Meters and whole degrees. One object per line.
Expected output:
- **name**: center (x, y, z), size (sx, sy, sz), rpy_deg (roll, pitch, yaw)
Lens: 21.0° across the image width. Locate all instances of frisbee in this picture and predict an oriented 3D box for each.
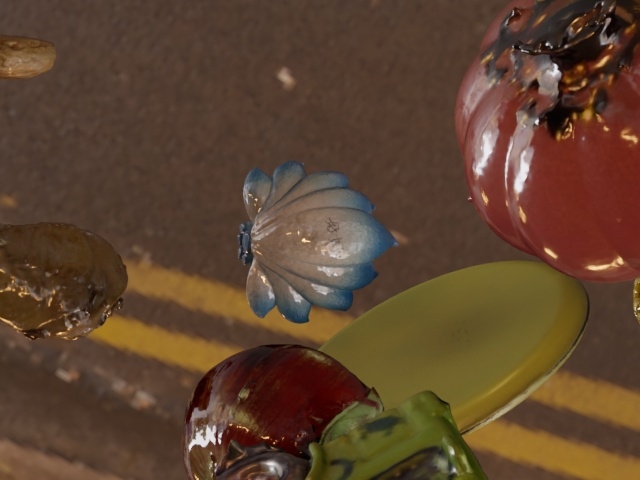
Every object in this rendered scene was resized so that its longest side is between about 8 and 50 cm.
- **frisbee**: center (0.073, 0.079, 1.175), size (0.236, 0.236, 0.017), rpy_deg (-7, 117, 45)

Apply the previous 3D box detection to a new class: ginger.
- **ginger**: center (-0.263, -0.139, 1.265), size (0.137, 0.044, 0.057), rpy_deg (4, 159, -6)

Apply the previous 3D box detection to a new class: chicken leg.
- **chicken leg**: center (-0.205, 0.022, 1.093), size (0.198, 0.085, 0.069), rpy_deg (8, 155, -40)

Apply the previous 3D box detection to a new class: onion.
- **onion**: center (-0.024, 0.111, 0.960), size (0.118, 0.118, 0.117), rpy_deg (18, 116, 17)

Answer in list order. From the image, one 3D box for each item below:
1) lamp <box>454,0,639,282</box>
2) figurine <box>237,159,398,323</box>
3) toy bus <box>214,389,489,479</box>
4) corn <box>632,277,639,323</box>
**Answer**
- **lamp**: center (0.145, -0.069, 0.822), size (0.182, 0.182, 0.140), rpy_deg (-2, 142, 41)
- **figurine**: center (0.000, 0.000, 1.152), size (0.114, 0.114, 0.079), rpy_deg (33, 159, -8)
- **toy bus**: center (-0.059, 0.173, 0.553), size (0.113, 0.301, 0.139), rpy_deg (64, 174, -21)
- **corn**: center (0.339, 0.016, 1.320), size (0.080, 0.231, 0.080), rpy_deg (47, 148, 42)
